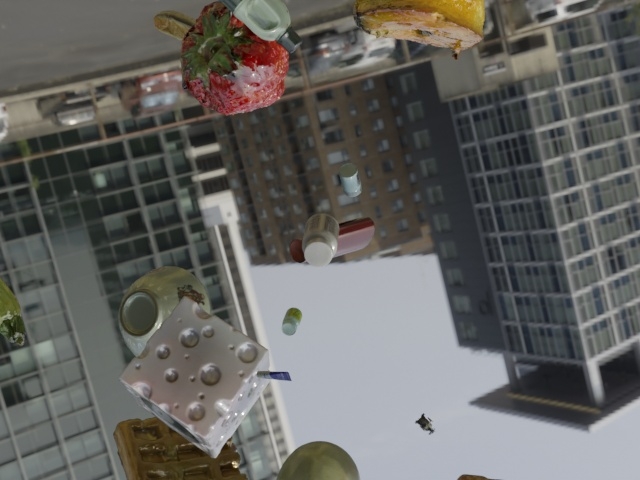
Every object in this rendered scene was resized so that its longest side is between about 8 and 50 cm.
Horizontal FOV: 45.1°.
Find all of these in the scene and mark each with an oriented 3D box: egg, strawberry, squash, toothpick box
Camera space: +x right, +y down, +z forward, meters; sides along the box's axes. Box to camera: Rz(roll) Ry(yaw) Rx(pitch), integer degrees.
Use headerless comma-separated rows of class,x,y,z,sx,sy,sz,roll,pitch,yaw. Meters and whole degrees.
egg,-0.006,0.625,1.930,0.219,0.269,0.219,1,-148,-1
strawberry,-0.181,-0.409,1.784,0.257,0.257,0.277,-11,171,33
squash,-0.820,0.141,1.918,0.137,0.287,0.137,-51,-179,1
toothpick box,0.080,-0.161,2.064,0.052,0.052,0.083,-14,144,3

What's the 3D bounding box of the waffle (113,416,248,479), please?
waffle,-0.343,0.573,1.926,0.304,0.077,0.348,2,-147,-28

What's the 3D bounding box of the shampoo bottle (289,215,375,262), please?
shampoo bottle,0.030,0.003,1.934,0.260,0.064,0.102,-16,146,-48

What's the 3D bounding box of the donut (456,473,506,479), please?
donut,0.369,0.695,1.799,0.299,0.150,0.317,-27,-158,8

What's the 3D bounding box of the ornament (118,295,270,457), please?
ornament,-0.278,0.319,1.778,0.240,0.240,0.239,-53,167,-23

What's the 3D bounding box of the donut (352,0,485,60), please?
donut,0.173,-0.395,1.350,0.253,0.118,0.253,11,-169,-2

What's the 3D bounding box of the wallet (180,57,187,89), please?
wallet,-0.337,-0.486,2.105,0.111,0.030,0.166,-36,-141,22

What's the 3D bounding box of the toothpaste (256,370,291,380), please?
toothpaste,-0.096,0.280,1.601,0.083,0.024,0.015,-2,-153,33

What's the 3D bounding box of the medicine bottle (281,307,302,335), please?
medicine bottle,-0.079,0.223,2.121,0.047,0.047,0.083,-13,-158,15

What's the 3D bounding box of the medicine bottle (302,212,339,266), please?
medicine bottle,0.000,0.000,1.719,0.079,0.079,0.140,-13,-156,10

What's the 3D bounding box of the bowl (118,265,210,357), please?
bowl,-0.534,0.238,2.451,0.337,0.337,0.157,-12,166,21

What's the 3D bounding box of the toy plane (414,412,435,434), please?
toy plane,0.243,0.422,1.763,0.031,0.049,0.121,-45,165,-6

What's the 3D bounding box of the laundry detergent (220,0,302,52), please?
laundry detergent,-0.126,-0.456,1.501,0.070,0.225,0.099,-32,-162,45

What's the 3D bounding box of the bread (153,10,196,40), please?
bread,-0.356,-0.563,2.031,0.214,0.073,0.053,27,-128,31

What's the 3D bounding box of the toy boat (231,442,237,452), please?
toy boat,-0.260,0.661,2.266,0.034,0.122,0.096,-8,-169,-20
